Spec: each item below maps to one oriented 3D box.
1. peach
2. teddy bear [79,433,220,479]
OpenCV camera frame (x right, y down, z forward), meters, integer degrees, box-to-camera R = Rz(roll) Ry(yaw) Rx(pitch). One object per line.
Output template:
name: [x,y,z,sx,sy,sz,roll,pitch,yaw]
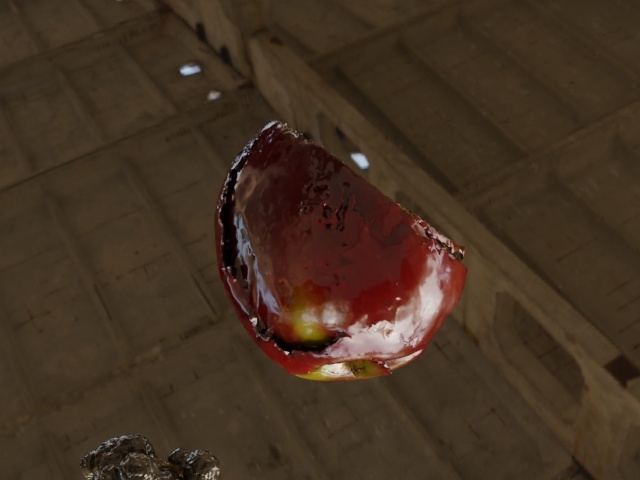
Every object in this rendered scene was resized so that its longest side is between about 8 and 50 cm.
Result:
peach: [-0.002,-0.002,0.435,0.127,0.092,0.172,-35,-113,24]
teddy bear: [-0.273,0.363,1.180,0.190,0.140,0.177,22,-170,41]
